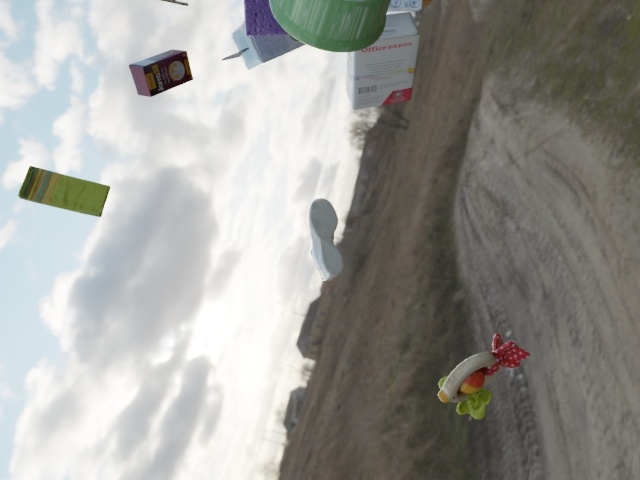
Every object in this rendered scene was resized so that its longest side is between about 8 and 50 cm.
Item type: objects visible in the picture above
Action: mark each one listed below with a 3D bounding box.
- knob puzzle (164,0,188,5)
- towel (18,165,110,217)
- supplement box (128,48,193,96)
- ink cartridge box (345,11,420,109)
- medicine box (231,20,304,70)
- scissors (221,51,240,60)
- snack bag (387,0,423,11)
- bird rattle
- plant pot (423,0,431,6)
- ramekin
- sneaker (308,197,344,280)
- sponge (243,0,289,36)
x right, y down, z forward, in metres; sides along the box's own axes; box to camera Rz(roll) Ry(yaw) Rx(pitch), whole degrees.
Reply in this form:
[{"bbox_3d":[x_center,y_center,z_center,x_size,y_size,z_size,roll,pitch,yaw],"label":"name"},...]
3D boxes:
[{"bbox_3d":[-0.591,-0.935,2.288,0.213,0.213,0.029,-63,-13,-70],"label":"knob puzzle"},{"bbox_3d":[-0.742,-0.142,1.728,0.021,0.237,0.102,131,153,-77],"label":"towel"},{"bbox_3d":[-0.532,-0.563,1.999,0.188,0.081,0.104,-38,-48,-38],"label":"supplement box"},{"bbox_3d":[0.209,-0.618,2.067,0.306,0.226,0.131,89,170,-57],"label":"ink cartridge box"},{"bbox_3d":[-0.132,-0.723,2.064,0.149,0.289,0.263,65,168,-17],"label":"medicine box"},{"bbox_3d":[-0.233,-0.719,2.255,0.297,0.109,0.021,-42,22,-19],"label":"scissors"},{"bbox_3d":[0.167,-0.850,1.784,0.037,0.323,0.342,19,-101,-72],"label":"snack bag"},{"bbox_3d":[0.412,0.355,1.546,0.207,0.143,0.253,4,-47,-43],"label":"bird rattle"},{"bbox_3d":[0.294,-0.932,2.071,0.291,0.204,0.290,-173,90,-88],"label":"plant pot"},{"bbox_3d":[0.035,-0.621,1.446,0.148,0.304,0.303,117,173,-59],"label":"ramekin"},{"bbox_3d":[0.000,0.000,1.512,0.094,0.080,0.212,136,130,-60],"label":"sneaker"},{"bbox_3d":[-0.124,-0.679,1.795,0.031,0.210,0.117,-129,36,-73],"label":"sponge"}]
